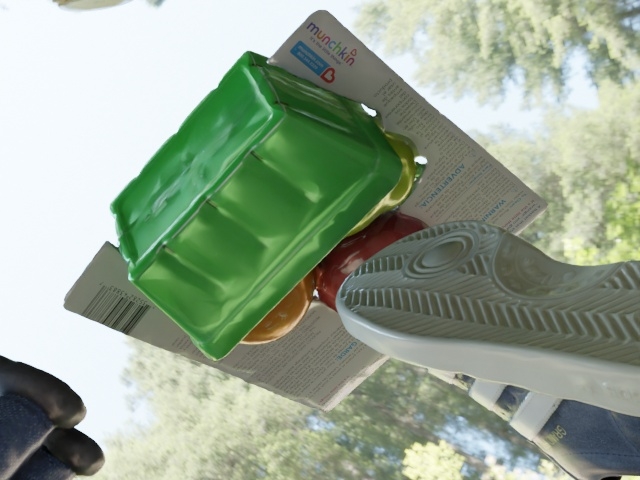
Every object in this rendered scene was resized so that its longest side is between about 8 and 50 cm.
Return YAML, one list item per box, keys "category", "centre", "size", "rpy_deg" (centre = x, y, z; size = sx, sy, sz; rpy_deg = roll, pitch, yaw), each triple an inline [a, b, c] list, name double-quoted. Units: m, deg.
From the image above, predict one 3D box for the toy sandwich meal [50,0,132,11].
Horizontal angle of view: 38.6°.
- category: "toy sandwich meal"
  centre: [-0.189, -0.217, 0.777]
  size: [0.086, 0.085, 0.029]
  rpy_deg: [-13, -85, -21]

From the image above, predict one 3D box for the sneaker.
- category: "sneaker"
  centre: [0.144, 0.085, 0.597]
  size: [0.131, 0.350, 0.148]
  rpy_deg: [-40, -64, -21]

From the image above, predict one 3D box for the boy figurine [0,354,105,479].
- category: "boy figurine"
  centre: [-0.225, 0.204, 0.488]
  size: [0.092, 0.177, 0.285]
  rpy_deg: [17, -130, 19]

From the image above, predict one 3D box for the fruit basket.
- category: "fruit basket"
  centre: [0.000, 0.000, 0.834]
  size: [0.327, 0.165, 0.353]
  rpy_deg: [-46, -42, 16]
